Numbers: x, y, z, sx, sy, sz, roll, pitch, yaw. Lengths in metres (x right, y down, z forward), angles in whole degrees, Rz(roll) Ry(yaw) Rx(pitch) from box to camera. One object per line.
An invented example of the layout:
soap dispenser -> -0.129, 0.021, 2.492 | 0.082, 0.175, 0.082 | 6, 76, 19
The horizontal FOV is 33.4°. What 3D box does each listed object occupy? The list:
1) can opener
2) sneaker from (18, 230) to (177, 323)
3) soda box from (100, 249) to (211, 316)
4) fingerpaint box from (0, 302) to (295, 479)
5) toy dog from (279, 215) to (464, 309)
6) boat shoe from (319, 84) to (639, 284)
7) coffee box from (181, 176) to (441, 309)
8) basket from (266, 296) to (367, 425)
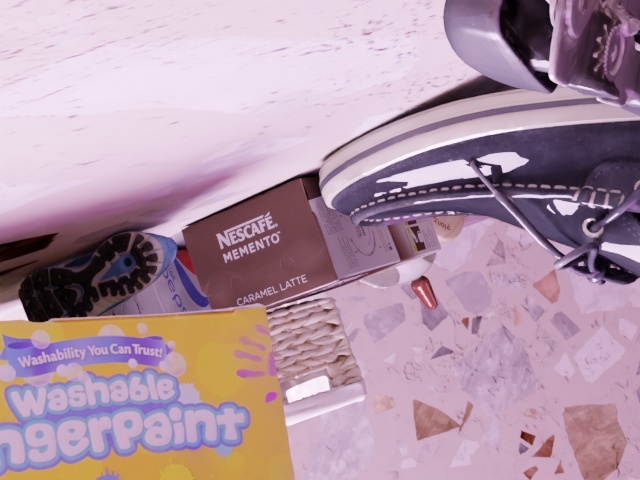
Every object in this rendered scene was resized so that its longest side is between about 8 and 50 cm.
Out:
can opener -> 0.155, -0.110, 0.584 | 0.095, 0.076, 0.283 | 14, -173, 28
sneaker -> -0.188, 0.038, 0.919 | 0.162, 0.063, 0.073 | -22, 179, 24
soda box -> -0.170, 0.065, 1.130 | 0.098, 0.091, 0.286 | -20, 176, 16
fingerpaint box -> -0.306, 0.174, 0.800 | 0.445, 0.163, 0.371 | 0, 164, -38
toy dog -> 0.050, 0.042, 1.391 | 0.334, 0.161, 0.220 | -19, 175, -22
boat shoe -> 0.230, -0.035, 0.809 | 0.500, 0.156, 0.187 | -2, 177, 22
coffee box -> 0.000, 0.000, 1.048 | 0.141, 0.098, 0.246 | -22, 175, 27
basket -> -0.046, 0.120, 1.029 | 0.113, 0.103, 0.167 | -15, 177, -24
